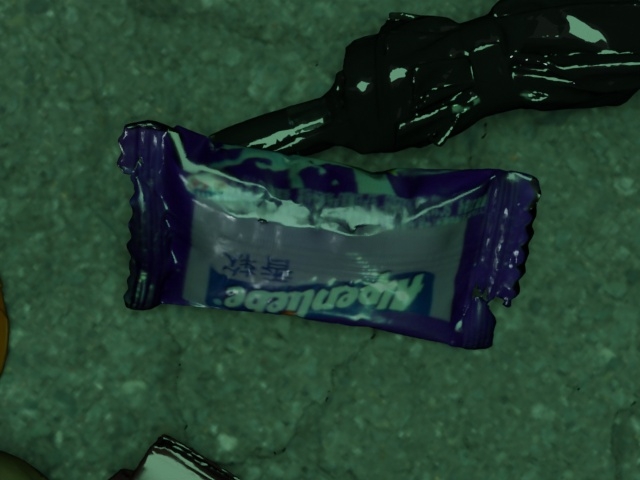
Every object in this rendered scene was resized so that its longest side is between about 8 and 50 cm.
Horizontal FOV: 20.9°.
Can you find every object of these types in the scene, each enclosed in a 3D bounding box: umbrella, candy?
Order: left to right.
[{"bbox_3d":[0.000,0.000,1.134,0.275,0.070,0.145,6,126,-6],"label":"candy"},{"bbox_3d":[0.085,-0.106,1.155,0.340,0.118,0.118,-20,88,6],"label":"umbrella"}]

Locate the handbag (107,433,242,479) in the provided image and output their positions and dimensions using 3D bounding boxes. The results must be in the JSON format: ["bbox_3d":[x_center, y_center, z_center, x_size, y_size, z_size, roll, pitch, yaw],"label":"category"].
[{"bbox_3d":[-0.079,0.261,1.135,0.216,0.074,0.203,32,86,0],"label":"handbag"}]

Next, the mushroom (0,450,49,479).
[{"bbox_3d":[-0.289,0.319,1.091,0.154,0.137,0.407,17,88,34],"label":"mushroom"}]

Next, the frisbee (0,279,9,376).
[{"bbox_3d":[-0.305,0.059,1.156,0.192,0.035,0.192,0,88,-3],"label":"frisbee"}]
